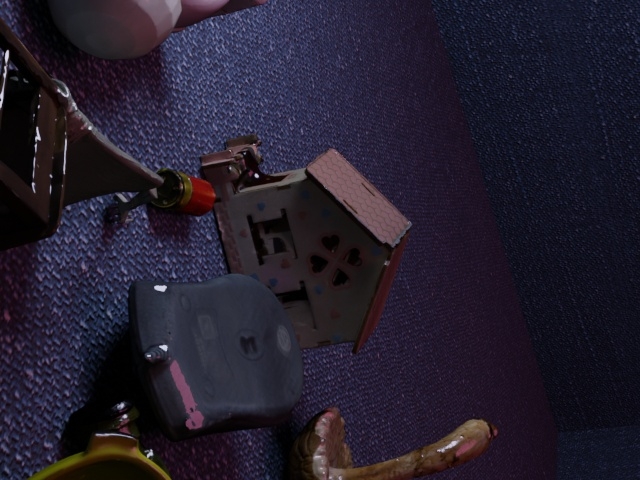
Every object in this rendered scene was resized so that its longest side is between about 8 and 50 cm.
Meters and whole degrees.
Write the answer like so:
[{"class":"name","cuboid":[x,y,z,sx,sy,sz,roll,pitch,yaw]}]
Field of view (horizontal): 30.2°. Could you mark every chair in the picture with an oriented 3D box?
[{"class":"chair","cuboid":[-0.278,-0.058,1.017,0.319,0.160,0.186,55,26,-50]}]

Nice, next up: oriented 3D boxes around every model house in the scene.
[{"class":"model house","cuboid":[0.000,0.000,1.650,0.169,0.244,0.326,-36,114,-66]}]

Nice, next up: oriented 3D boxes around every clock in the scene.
[{"class":"clock","cuboid":[-0.209,-0.385,1.341,0.326,0.184,0.342,-35,109,-64]}]

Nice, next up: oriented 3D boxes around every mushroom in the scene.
[{"class":"mushroom","cuboid":[0.080,0.311,1.697,0.208,0.302,0.233,48,4,5]}]

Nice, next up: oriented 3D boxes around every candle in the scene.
[{"class":"candle","cuboid":[-0.168,-0.058,1.484,0.131,0.052,0.052,11,71,-71]}]

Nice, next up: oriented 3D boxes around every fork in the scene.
[{"class":"fork","cuboid":[-0.201,-0.040,1.273,0.219,0.028,0.034,166,-76,-73]}]

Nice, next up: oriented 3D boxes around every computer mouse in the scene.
[{"class":"computer mouse","cuboid":[-0.136,0.139,1.369,0.371,0.122,0.188,11,59,-70]}]

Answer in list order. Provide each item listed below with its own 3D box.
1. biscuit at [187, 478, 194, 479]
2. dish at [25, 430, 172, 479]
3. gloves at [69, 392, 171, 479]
[{"class":"biscuit","cuboid":[-0.145,0.394,1.386,0.144,0.016,0.203,-55,132,-64]},{"class":"dish","cuboid":[-0.207,0.293,1.069,0.262,0.221,0.108,65,-17,-19]},{"class":"gloves","cuboid":[-0.173,0.280,1.222,0.107,0.135,0.268,-39,107,-21]}]
